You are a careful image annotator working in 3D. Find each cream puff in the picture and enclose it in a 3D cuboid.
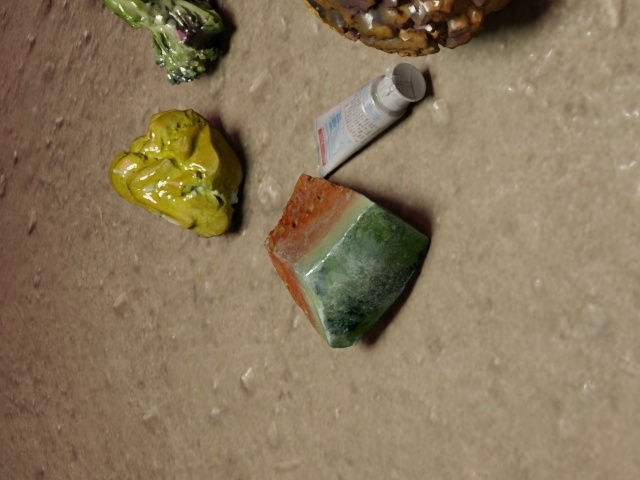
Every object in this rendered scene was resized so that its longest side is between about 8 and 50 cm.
[{"bbox_3d":[-0.225,-0.117,1.539,0.221,0.194,0.195,21,104,46],"label":"cream puff"},{"bbox_3d":[0.071,-0.358,1.052,0.327,0.231,0.343,44,157,22],"label":"cream puff"}]

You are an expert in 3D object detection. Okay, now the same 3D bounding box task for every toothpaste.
[{"bbox_3d":[0.049,-0.160,1.286,0.234,0.057,0.089,-29,63,54],"label":"toothpaste"}]

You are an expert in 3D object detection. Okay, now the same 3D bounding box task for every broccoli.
[{"bbox_3d":[-0.290,-0.377,1.536,0.145,0.304,0.165,-41,36,21],"label":"broccoli"}]

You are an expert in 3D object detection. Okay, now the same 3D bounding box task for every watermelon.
[{"bbox_3d":[0.000,0.000,1.283,0.193,0.139,0.257,-53,36,10],"label":"watermelon"}]
